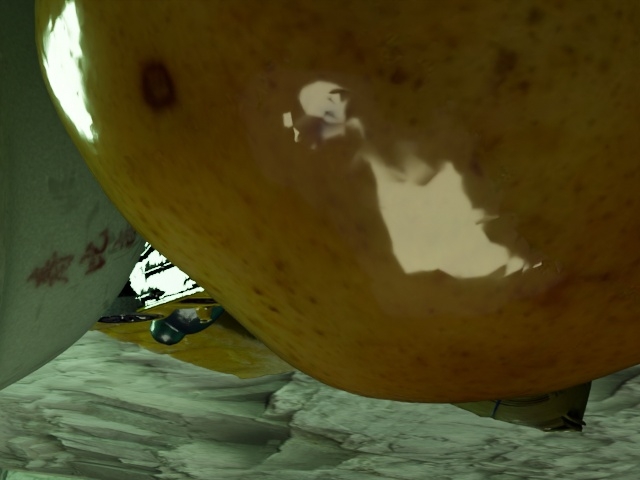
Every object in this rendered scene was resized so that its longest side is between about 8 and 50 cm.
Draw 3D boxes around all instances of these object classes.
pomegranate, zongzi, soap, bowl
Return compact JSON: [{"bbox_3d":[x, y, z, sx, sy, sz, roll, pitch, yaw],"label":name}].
[{"bbox_3d":[0.064,-0.131,0.641,0.416,0.417,0.417,11,160,4],"label":"pomegranate"},{"bbox_3d":[0.173,0.132,1.643,0.289,0.123,0.260,8,155,24],"label":"zongzi"},{"bbox_3d":[-0.173,0.069,1.652,0.281,0.143,0.259,22,161,-39],"label":"soap"},{"bbox_3d":[-0.217,-0.085,0.983,0.196,0.435,0.434,-6,171,-32],"label":"bowl"}]

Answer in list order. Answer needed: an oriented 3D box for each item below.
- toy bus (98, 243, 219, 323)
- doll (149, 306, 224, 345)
[{"bbox_3d":[-0.076,-0.016,1.098,0.151,0.145,0.331,1,170,-30],"label":"toy bus"},{"bbox_3d":[-0.209,-0.008,1.350,0.321,0.186,0.198,28,171,-14],"label":"doll"}]
